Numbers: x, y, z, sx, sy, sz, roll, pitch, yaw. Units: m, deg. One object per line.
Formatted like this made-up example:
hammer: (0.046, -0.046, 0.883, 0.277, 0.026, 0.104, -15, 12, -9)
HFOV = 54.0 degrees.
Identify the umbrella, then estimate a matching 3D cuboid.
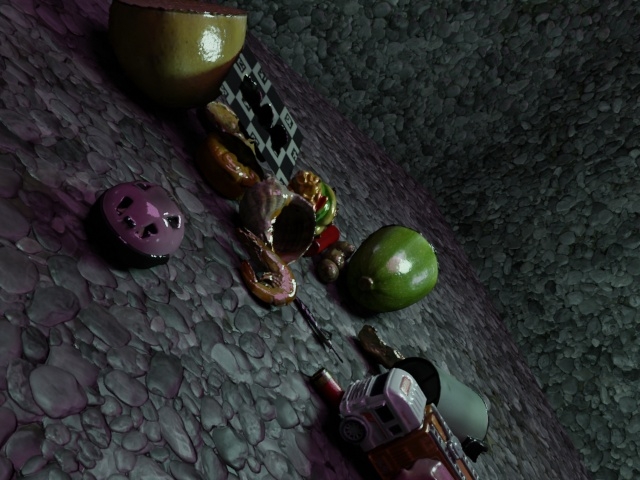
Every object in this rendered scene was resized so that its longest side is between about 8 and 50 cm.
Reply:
umbrella: (-0.014, 0.233, 1.772, 0.269, 0.044, 0.044, 53, -8, 9)

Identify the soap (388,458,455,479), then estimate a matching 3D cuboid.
soap: (0.244, 0.647, 1.363, 0.325, 0.220, 0.127, 52, 11, 5)

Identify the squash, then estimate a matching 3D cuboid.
squash: (0.221, 0.140, 2.140, 0.310, 0.310, 0.309, 50, 35, -3)

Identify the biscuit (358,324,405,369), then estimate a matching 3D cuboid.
biscuit: (0.187, 0.345, 1.933, 0.183, 0.061, 0.118, 38, -22, 14)

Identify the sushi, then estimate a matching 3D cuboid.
sushi: (-0.208, -0.366, 1.937, 0.373, 0.099, 0.296, 56, 31, -33)

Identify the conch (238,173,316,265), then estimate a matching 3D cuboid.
conch: (-0.136, -0.050, 1.829, 0.209, 0.159, 0.292, 7, 81, -25)

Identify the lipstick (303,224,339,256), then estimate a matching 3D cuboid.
lipstick: (0.001, 0.000, 2.161, 0.073, 0.073, 0.279, 52, 19, 2)

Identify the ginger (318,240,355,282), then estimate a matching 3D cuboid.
ginger: (0.045, 0.068, 2.094, 0.080, 0.104, 0.204, 61, 34, -17)

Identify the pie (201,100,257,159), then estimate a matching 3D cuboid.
pie: (-0.308, -0.379, 2.172, 0.274, 0.055, 0.274, 44, 21, -21)

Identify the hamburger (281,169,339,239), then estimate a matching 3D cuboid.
hamburger: (-0.071, -0.111, 1.994, 0.148, 0.237, 0.237, 34, 26, -40)

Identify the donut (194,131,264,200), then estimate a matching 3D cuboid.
donut: (-0.272, -0.226, 1.898, 0.226, 0.113, 0.227, 44, 21, -21)

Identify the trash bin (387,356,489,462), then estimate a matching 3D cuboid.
trash bin: (0.324, 0.483, 1.803, 0.262, 0.217, 0.277, 36, 7, -36)

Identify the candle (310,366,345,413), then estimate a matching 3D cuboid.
candle: (0.032, 0.385, 1.586, 0.131, 0.052, 0.052, 51, 20, -2)

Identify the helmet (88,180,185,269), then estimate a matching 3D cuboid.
helmet: (-0.369, -0.050, 1.340, 0.198, 0.154, 0.253, 49, 25, -3)

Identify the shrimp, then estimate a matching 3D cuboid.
shrimp: (-0.158, 0.072, 1.682, 0.150, 0.068, 0.249, -24, 74, -49)

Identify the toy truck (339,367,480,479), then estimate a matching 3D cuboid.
toy truck: (0.220, 0.499, 1.516, 0.388, 0.206, 0.173, 57, 21, -5)

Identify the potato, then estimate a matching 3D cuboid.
potato: (-0.439, -0.560, 1.901, 0.385, 0.320, 0.442, 15, 21, 19)
